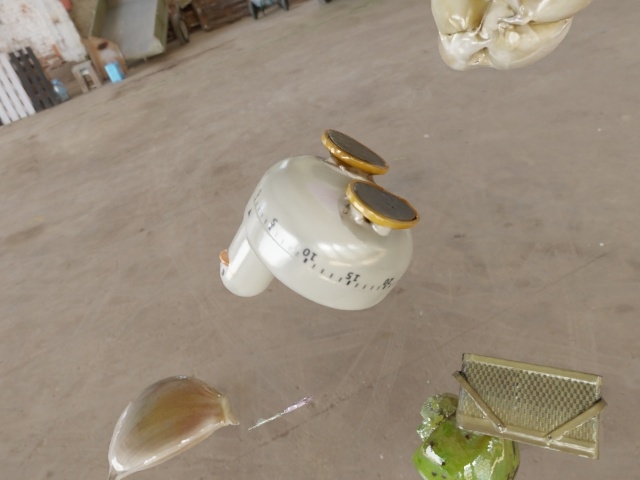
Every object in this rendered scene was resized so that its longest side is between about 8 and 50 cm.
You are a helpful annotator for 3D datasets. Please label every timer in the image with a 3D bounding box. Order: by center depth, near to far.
[{"bbox_3d":[0.000,0.000,0.648,0.234,0.240,0.233,25,30,-16],"label":"timer"}]

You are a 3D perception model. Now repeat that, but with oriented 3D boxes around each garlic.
[{"bbox_3d":[0.260,-0.323,0.602,0.281,0.185,0.203,-31,31,50],"label":"garlic"},{"bbox_3d":[-0.288,0.324,0.798,0.267,0.128,0.148,-34,3,-21],"label":"garlic"}]

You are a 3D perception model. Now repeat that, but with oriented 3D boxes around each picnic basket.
[{"bbox_3d":[0.386,0.308,0.904,0.267,0.165,0.139,7,75,18],"label":"picnic basket"}]

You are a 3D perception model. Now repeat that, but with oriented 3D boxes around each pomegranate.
[{"bbox_3d":[0.342,0.520,1.151,0.261,0.340,0.260,3,35,-2],"label":"pomegranate"}]

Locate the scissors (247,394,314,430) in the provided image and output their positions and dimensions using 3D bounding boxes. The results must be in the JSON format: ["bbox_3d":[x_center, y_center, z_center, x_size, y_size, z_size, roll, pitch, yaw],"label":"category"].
[{"bbox_3d":[-0.115,0.498,1.366,0.212,0.110,0.021,-23,73,-4],"label":"scissors"}]
